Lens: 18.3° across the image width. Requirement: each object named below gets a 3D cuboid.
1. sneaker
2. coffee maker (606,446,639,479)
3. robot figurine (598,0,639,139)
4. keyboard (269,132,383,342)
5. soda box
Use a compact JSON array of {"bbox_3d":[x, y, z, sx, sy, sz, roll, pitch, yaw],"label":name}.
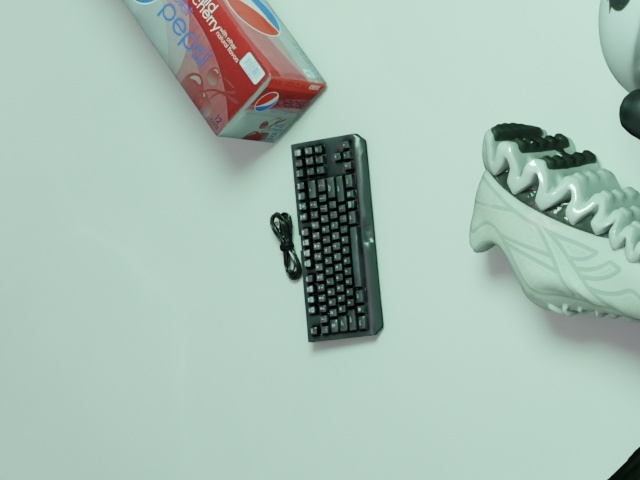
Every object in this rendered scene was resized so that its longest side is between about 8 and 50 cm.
[{"bbox_3d":[0.231,0.018,1.581,0.292,0.110,0.118,39,118,38],"label":"sneaker"},{"bbox_3d":[0.288,0.184,1.484,0.120,0.171,0.178,44,115,13],"label":"coffee maker"},{"bbox_3d":[0.337,-0.146,1.457,0.278,0.209,0.174,31,119,32],"label":"robot figurine"},{"bbox_3d":[0.000,0.000,1.786,0.108,0.023,0.180,-9,83,35],"label":"keyboard"},{"bbox_3d":[-0.110,-0.213,1.826,0.083,0.092,0.263,-46,65,26],"label":"soda box"}]
